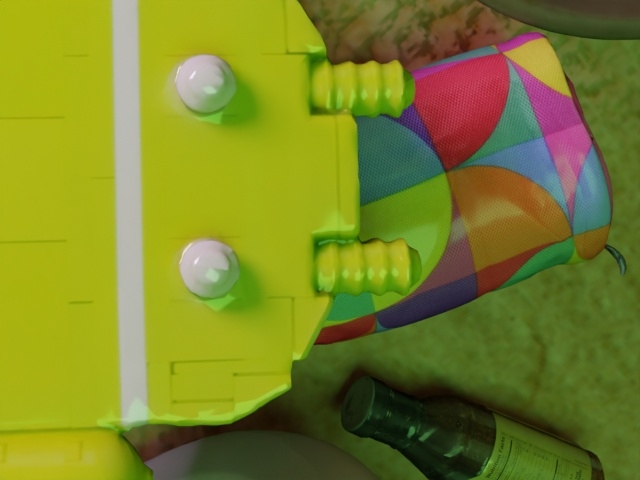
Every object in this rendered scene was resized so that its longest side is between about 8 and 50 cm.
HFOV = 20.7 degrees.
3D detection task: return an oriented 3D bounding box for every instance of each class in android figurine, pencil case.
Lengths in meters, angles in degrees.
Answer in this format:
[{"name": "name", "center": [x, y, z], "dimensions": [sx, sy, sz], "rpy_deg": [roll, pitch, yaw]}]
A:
[{"name": "android figurine", "center": [-0.101, -0.018, 0.596], "dimensions": [0.273, 0.056, 0.248], "rpy_deg": [1, 86, -5]}, {"name": "pencil case", "center": [0.000, 0.000, 0.682], "dimensions": [0.236, 0.104, 0.104], "rpy_deg": [-19, 120, -8]}]

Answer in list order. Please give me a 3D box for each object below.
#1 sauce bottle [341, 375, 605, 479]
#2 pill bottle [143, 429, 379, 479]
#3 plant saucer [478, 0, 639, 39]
[{"name": "sauce bottle", "center": [0.067, 0.093, 0.783], "dimensions": [0.128, 0.042, 0.042], "rpy_deg": [24, 106, -24]}, {"name": "pill bottle", "center": [0.004, 0.249, 0.759], "dimensions": [0.181, 0.181, 0.323], "rpy_deg": [-29, 120, -2]}, {"name": "plant saucer", "center": [0.128, -0.211, 0.650], "dimensions": [0.278, 0.041, 0.278], "rpy_deg": [-7, 117, -14]}]
